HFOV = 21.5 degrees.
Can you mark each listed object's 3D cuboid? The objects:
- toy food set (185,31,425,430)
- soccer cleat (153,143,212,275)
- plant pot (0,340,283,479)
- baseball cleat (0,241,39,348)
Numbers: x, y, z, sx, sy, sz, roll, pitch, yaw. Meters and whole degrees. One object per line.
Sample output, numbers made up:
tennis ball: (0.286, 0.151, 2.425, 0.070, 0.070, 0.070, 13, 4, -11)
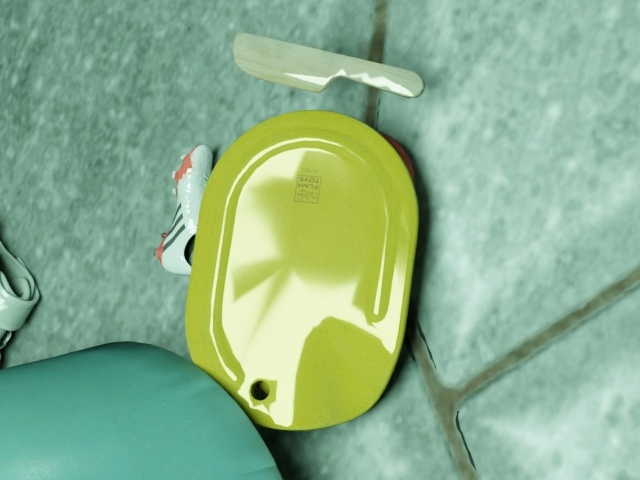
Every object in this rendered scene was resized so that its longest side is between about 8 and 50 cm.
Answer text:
toy food set: (0.000, 0.000, 0.958, 0.128, 0.071, 0.217, 7, 84, 17)
soccer cleat: (-0.078, -0.018, 1.049, 0.036, 0.029, 0.083, 20, 95, 33)
plant pot: (-0.186, 0.208, 0.894, 0.293, 0.235, 0.293, 3, 94, 46)
baseball cleat: (-0.241, 0.082, 1.131, 0.109, 0.072, 0.205, -17, 71, 29)
